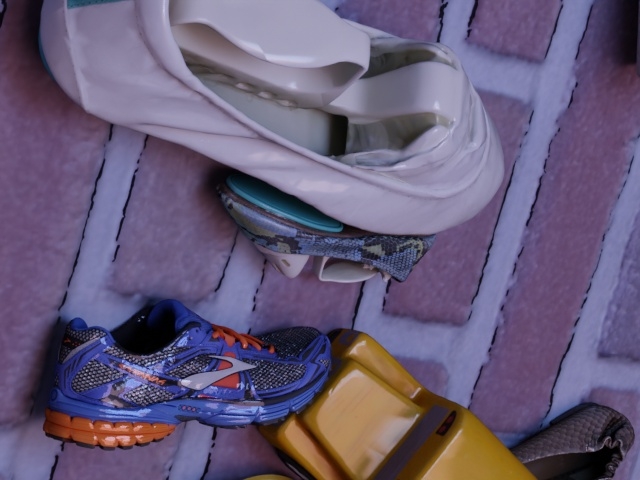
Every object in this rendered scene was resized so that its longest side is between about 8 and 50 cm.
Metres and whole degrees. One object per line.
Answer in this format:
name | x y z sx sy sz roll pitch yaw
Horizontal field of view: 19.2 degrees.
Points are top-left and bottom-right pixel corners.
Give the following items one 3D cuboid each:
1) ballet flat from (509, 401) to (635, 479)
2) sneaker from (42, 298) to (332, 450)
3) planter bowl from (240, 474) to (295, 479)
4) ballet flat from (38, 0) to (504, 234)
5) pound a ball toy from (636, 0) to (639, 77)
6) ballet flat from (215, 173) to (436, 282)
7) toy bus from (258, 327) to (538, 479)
ballet flat | 0.158 0.206 1.510 0.250 0.058 0.084 -26 121 -27
sneaker | -0.082 0.081 1.268 0.221 0.083 0.087 -9 105 -39
planter bowl | -0.031 0.283 1.345 0.217 0.090 0.217 -23 121 -45
ballet flat | 0.009 -0.093 1.216 0.400 0.139 0.139 16 97 -39
pound a ball toy | 0.265 -0.267 1.384 0.208 0.136 0.319 -6 114 -8
ballet flat | 0.000 0.000 1.310 0.188 0.070 0.070 10 101 -36
toy bus | 0.109 0.211 1.388 0.108 0.130 0.333 -49 113 -11
